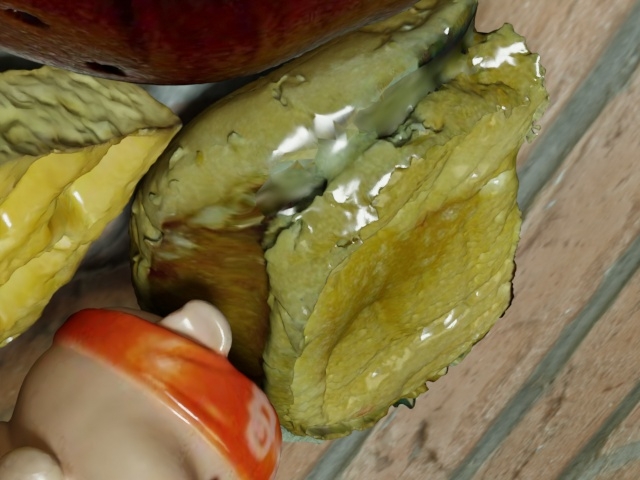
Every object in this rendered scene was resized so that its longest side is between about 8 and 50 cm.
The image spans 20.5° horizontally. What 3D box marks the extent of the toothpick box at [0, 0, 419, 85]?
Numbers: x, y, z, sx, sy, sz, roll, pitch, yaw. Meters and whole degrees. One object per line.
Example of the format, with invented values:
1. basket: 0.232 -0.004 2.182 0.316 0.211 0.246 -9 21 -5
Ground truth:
1. toothpick box: -0.025 -0.186 0.438 0.192 0.192 0.294 33 75 -64

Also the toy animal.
1. toy animal: -0.115 0.118 0.872 0.198 0.171 0.171 -23 153 -4

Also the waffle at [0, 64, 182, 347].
1. waffle: -0.183 0.007 0.734 0.168 0.057 0.274 -50 167 26

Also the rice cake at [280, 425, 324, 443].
1. rice cake: -0.028 0.130 1.252 0.021 0.022 0.121 -45 154 17

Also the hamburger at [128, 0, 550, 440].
1. hamburger: 0.000 0.000 0.942 0.211 0.132 0.309 -29 153 -20
